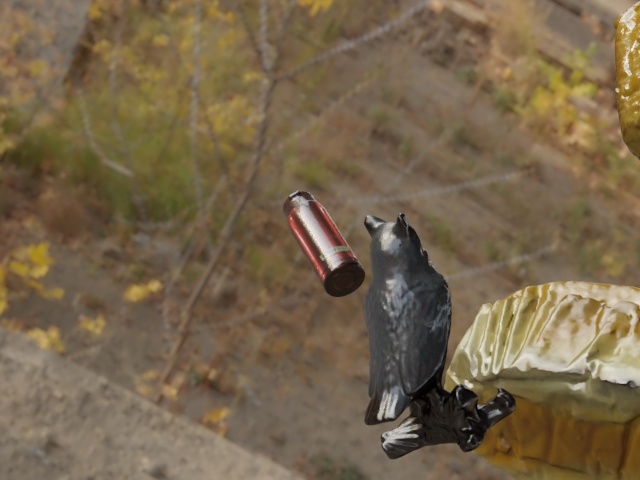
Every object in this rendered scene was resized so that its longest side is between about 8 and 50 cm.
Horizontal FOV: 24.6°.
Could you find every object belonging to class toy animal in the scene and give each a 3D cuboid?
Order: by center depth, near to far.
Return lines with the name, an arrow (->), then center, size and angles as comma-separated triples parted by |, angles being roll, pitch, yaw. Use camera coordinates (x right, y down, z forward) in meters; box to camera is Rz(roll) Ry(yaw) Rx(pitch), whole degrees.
toy animal -> 0.062, 0.085, 1.254 | 0.117, 0.210, 0.121 | -25, 5, -32

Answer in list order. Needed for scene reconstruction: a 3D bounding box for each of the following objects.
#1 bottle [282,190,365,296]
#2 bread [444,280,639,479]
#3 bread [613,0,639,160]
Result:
bottle -> 0.000, 0.000, 1.845 | 0.060, 0.060, 0.164 | 16, 29, -37
bread -> 0.332, 0.172, 1.617 | 0.389, 0.236, 0.183 | 15, 33, 27
bread -> 0.368, -0.163, 1.134 | 0.132, 0.294, 0.166 | 39, 46, -25
